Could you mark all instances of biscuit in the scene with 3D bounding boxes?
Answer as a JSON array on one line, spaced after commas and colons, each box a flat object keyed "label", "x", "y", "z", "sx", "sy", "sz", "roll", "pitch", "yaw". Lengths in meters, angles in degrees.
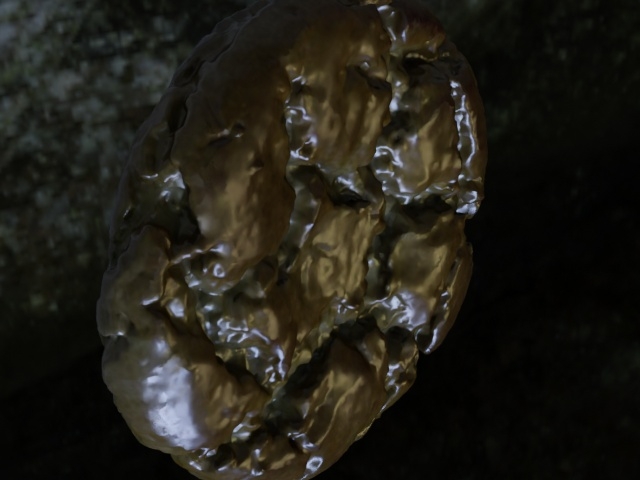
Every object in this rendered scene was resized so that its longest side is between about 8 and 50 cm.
[{"label": "biscuit", "x": 0.000, "y": 0.000, "z": 0.610, "sx": 0.042, "sy": 0.226, "sz": 0.226, "roll": 17, "pitch": -129, "yaw": 37}]
